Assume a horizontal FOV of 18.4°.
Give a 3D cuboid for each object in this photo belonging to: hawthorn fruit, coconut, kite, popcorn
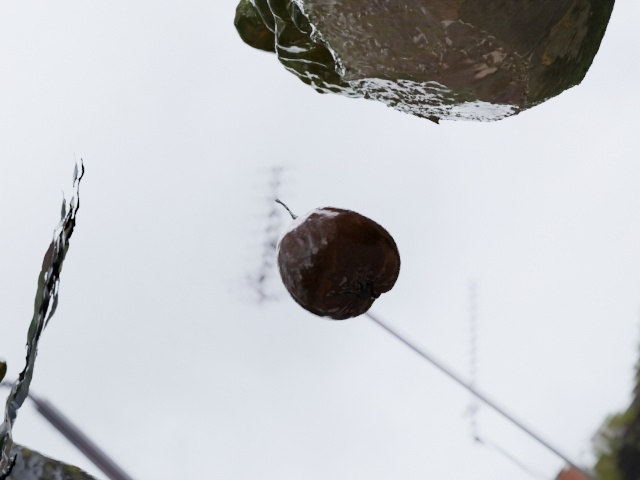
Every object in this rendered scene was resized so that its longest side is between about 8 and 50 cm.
[{"bbox_3d":[0.000,0.000,1.130,0.067,0.103,0.067,-25,-38,-21],"label":"hawthorn fruit"},{"bbox_3d":[0.080,-0.153,1.074,0.194,0.194,0.194,-23,-50,-31],"label":"coconut"},{"bbox_3d":[-0.146,0.092,0.924,0.015,0.152,0.285,13,-59,-11],"label":"kite"},{"bbox_3d":[0.022,-0.189,1.383,0.167,0.187,0.185,-17,-37,-17],"label":"popcorn"}]

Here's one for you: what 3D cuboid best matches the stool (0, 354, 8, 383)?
[{"bbox_3d":[-0.286,0.085,1.332,0.135,0.134,0.110,-44,-80,-8],"label":"stool"}]

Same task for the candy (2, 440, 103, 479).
[{"bbox_3d":[-0.172,0.222,1.393,0.297,0.187,0.081,27,-63,-12],"label":"candy"}]
